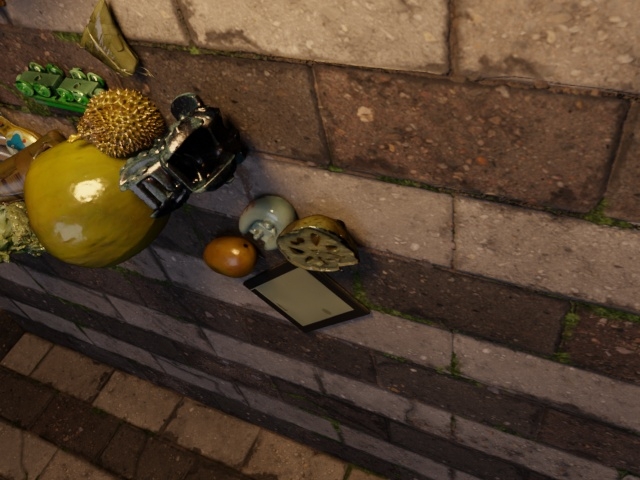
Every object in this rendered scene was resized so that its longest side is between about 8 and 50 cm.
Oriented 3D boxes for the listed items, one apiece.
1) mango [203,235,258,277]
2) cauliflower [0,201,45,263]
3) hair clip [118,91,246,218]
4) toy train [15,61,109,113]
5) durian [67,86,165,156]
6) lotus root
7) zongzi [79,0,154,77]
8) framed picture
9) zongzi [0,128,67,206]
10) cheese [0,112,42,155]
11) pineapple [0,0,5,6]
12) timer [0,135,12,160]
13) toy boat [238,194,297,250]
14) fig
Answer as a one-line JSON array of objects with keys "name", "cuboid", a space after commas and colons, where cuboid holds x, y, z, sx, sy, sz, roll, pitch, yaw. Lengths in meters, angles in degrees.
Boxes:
[{"name": "mango", "cuboid": [-0.255, 0.049, 1.589, 0.136, 0.099, 0.227, 35, 157, -21]}, {"name": "cauliflower", "cuboid": [-1.067, -0.011, 1.992, 0.272, 0.250, 0.275, 30, 152, 3]}, {"name": "hair clip", "cuboid": [-0.280, -0.174, 1.194, 0.310, 0.206, 0.194, -15, 123, 47]}, {"name": "toy train", "cuboid": [-0.580, -0.335, 1.325, 0.251, 0.085, 0.119, 15, 154, 21]}, {"name": "durian", "cuboid": [-0.452, -0.251, 1.249, 0.208, 0.102, 0.146, -16, 112, -4]}, {"name": "lotus root", "cuboid": [-0.002, -0.002, 1.324, 0.183, 0.078, 0.203, -1, 148, 24]}, {"name": "zongzi", "cuboid": [-0.384, -0.384, 1.130, 0.154, 0.062, 0.130, 35, 136, -20]}, {"name": "framed picture", "cuboid": [-0.051, 0.163, 1.655, 0.265, 0.016, 0.347, 39, 146, -16]}, {"name": "zongzi", "cuboid": [-0.730, -0.133, 1.588, 0.260, 0.123, 0.289, -31, 131, 4]}, {"name": "cheese", "cuboid": [-0.836, -0.279, 1.605, 0.177, 0.069, 0.270, -11, 129, 45]}, {"name": "pineapple", "cuboid": [-0.764, -0.526, 1.145, 0.115, 0.186, 0.236, 8, -174, 24]}, {"name": "timer", "cuboid": [-1.031, -0.275, 1.684, 0.255, 0.175, 0.175, 33, 148, -8]}, {"name": "toy boat", "cuboid": [-0.133, -0.032, 1.395, 0.134, 0.079, 0.208, 39, 148, -9]}, {"name": "fig", "cuboid": [-0.523, -0.101, 1.394, 0.343, 0.343, 0.343, 20, 147, 14]}]
